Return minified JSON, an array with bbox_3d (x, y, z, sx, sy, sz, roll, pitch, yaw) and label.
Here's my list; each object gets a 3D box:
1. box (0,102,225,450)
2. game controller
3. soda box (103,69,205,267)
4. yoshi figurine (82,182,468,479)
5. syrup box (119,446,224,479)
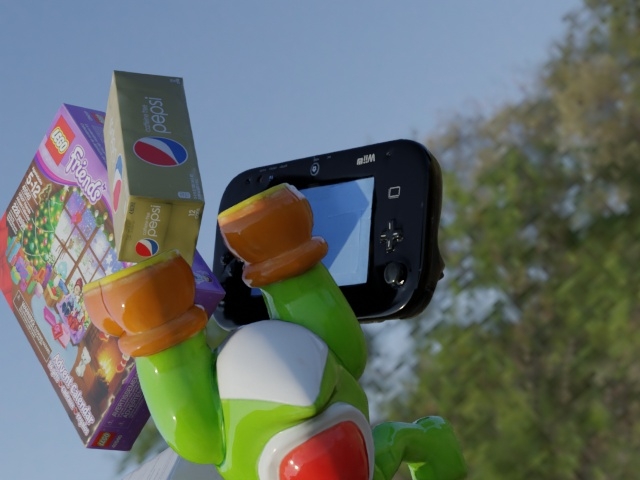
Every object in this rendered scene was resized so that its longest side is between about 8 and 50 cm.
[{"bbox_3d":[-0.219,0.032,1.737,0.057,0.293,0.201,10,-59,-41],"label":"box"},{"bbox_3d":[0.000,0.000,1.702,0.067,0.166,0.319,2,-6,-40],"label":"game controller"},{"bbox_3d":[-0.129,-0.058,1.359,0.058,0.181,0.061,4,-55,-15],"label":"soda box"},{"bbox_3d":[-0.004,0.156,1.151,0.203,0.362,0.203,-28,-1,33],"label":"yoshi figurine"},{"bbox_3d":[-0.163,0.256,1.368,0.237,0.093,0.096,-35,15,25],"label":"syrup box"}]
